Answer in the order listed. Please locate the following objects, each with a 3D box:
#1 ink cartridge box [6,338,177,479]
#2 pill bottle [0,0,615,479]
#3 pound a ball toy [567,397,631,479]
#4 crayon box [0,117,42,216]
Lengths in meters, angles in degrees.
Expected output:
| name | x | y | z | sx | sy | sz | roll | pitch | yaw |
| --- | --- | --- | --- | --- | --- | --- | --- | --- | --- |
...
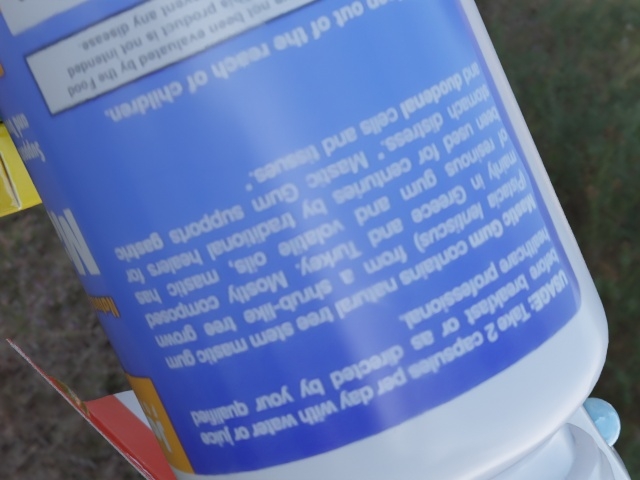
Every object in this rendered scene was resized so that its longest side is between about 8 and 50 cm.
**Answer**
| name | x | y | z | sx | sy | sz | roll | pitch | yaw |
| --- | --- | --- | --- | --- | --- | --- | --- | --- | --- |
| ink cartridge box | -0.025 | 0.128 | 0.635 | 0.066 | 0.189 | 0.232 | -44 | 149 | -15 |
| pill bottle | 0.000 | 0.000 | 0.445 | 0.152 | 0.272 | 0.152 | -23 | -171 | 4 |
| pound a ball toy | 0.172 | 0.106 | 1.344 | 0.135 | 0.319 | 0.208 | -32 | -174 | 8 |
| crayon box | -0.336 | -0.046 | 1.227 | 0.323 | 0.083 | 0.203 | -19 | -174 | 14 |
